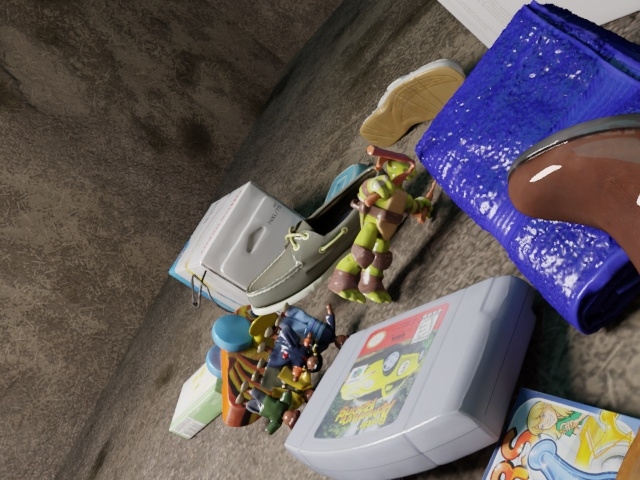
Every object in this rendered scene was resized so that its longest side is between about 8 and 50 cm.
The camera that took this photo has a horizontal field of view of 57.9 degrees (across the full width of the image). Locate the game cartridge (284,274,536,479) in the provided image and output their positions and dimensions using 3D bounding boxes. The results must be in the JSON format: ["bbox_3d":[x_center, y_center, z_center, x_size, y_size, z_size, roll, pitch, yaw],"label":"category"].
[{"bbox_3d":[0.079,0.154,0.606,0.294,0.060,0.196,-34,19,49],"label":"game cartridge"}]

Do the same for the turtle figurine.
[{"bbox_3d":[0.077,-0.028,0.767,0.269,0.087,0.217,5,-75,-66],"label":"turtle figurine"}]

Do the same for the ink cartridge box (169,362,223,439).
[{"bbox_3d":[-0.222,0.271,1.205,0.171,0.056,0.235,-45,23,30],"label":"ink cartridge box"}]

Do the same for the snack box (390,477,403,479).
[{"bbox_3d":[0.056,0.259,0.595,0.064,0.022,0.178,-48,20,17],"label":"snack box"}]

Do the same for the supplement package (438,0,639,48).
[{"bbox_3d":[0.326,-0.399,0.788,0.175,0.177,0.293,-58,19,-9],"label":"supplement package"}]

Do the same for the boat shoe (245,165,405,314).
[{"bbox_3d":[-0.002,-0.001,0.921,0.305,0.091,0.109,-37,27,-6],"label":"boat shoe"}]

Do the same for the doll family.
[{"bbox_3d":[-0.032,0.178,0.822,0.193,0.111,0.076,-68,-15,0],"label":"doll family"}]

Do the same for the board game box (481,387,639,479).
[{"bbox_3d":[0.160,0.212,0.402,0.201,0.035,0.136,-61,20,-15],"label":"board game box"}]

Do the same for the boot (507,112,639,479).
[{"bbox_3d":[0.209,0.068,0.351,0.264,0.096,0.280,10,74,38],"label":"boot"}]

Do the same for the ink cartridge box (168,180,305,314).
[{"bbox_3d":[-0.164,0.030,1.234,0.198,0.197,0.270,-61,19,-19],"label":"ink cartridge box"}]

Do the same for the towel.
[{"bbox_3d":[0.227,-0.094,0.546,0.228,0.076,0.308,-49,39,17],"label":"towel"}]

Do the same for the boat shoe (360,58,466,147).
[{"bbox_3d":[0.170,-0.272,1.080,0.277,0.098,0.096,-25,37,59],"label":"boat shoe"}]

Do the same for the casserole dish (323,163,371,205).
[{"bbox_3d":[0.045,-0.085,1.170,0.114,0.037,0.188,-32,29,48],"label":"casserole dish"}]

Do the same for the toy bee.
[{"bbox_3d":[-0.114,0.165,0.996,0.195,0.162,0.298,126,136,-54],"label":"toy bee"}]
